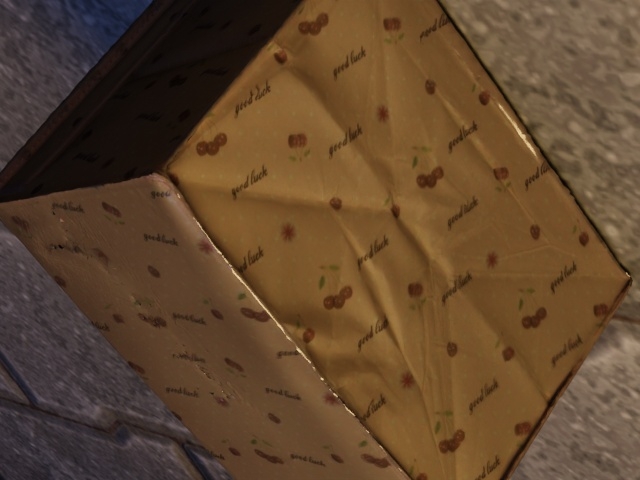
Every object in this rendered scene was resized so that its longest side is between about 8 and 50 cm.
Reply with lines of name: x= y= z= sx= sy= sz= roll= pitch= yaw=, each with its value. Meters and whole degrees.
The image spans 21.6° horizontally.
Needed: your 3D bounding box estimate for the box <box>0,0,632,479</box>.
box: x=0.000 y=0.000 z=0.988 sx=0.190 sy=0.225 sz=0.297 roll=-8 pitch=128 yaw=52
